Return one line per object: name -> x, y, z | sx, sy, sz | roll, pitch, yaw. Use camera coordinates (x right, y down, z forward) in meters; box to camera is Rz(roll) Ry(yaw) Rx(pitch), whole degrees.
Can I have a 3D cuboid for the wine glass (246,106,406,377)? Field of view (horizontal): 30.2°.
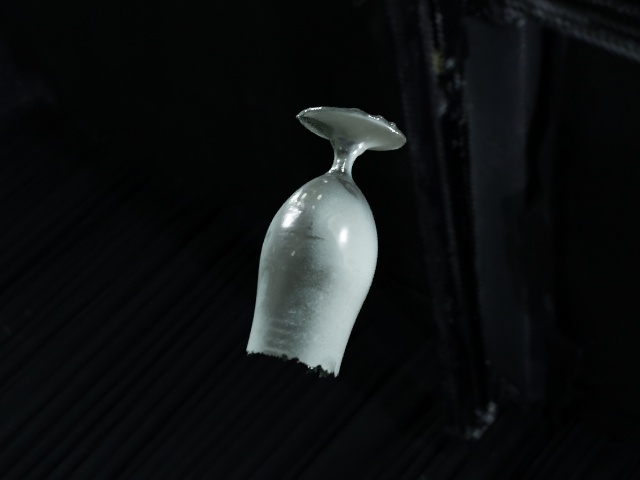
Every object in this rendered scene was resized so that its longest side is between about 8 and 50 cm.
wine glass -> 0.000, 0.000, 1.009 | 0.103, 0.222, 0.103 | 14, -12, 3
